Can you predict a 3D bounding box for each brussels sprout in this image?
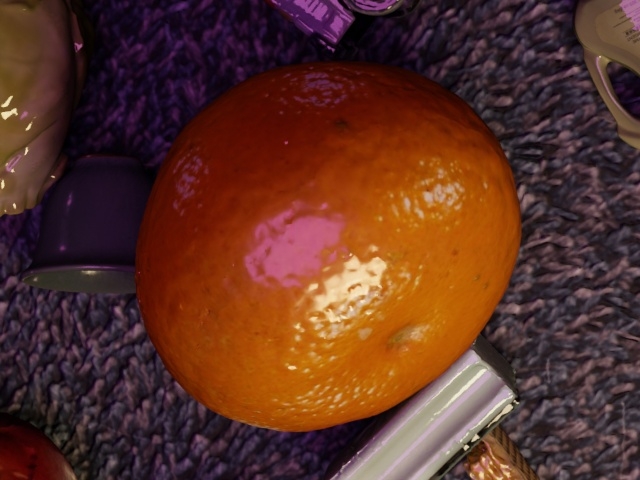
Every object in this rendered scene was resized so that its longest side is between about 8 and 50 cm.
[{"bbox_3d":[-0.410,-0.188,1.494,0.273,0.242,0.317,15,89,-17],"label":"brussels sprout"}]

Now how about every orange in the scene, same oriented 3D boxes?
[{"bbox_3d":[0.000,0.000,1.390,0.424,0.424,0.326,-43,56,11],"label":"orange"}]

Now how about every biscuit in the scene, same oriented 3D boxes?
[{"bbox_3d":[0.292,0.378,1.556,0.054,0.094,0.379,-36,93,11],"label":"biscuit"}]

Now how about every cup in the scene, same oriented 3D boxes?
[{"bbox_3d":[-0.252,-0.022,1.538,0.199,0.199,0.150,-2,80,8],"label":"cup"}]

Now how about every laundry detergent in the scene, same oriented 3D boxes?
[{"bbox_3d":[0.401,-0.190,1.458,0.181,0.091,0.253,-26,95,12],"label":"laundry detergent"}]

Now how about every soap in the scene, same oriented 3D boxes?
[{"bbox_3d":[0.117,0.219,1.525,0.094,0.150,0.261,43,101,-4],"label":"soap"}]

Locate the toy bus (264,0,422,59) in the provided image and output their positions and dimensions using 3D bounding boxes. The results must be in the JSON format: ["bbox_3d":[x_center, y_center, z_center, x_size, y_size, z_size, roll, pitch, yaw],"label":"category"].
[{"bbox_3d":[0.080,-0.433,1.406,0.249,0.209,0.440,39,103,2],"label":"toy bus"}]

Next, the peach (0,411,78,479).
[{"bbox_3d":[-0.440,0.420,1.529,0.339,0.353,0.417,-1,102,10],"label":"peach"}]
